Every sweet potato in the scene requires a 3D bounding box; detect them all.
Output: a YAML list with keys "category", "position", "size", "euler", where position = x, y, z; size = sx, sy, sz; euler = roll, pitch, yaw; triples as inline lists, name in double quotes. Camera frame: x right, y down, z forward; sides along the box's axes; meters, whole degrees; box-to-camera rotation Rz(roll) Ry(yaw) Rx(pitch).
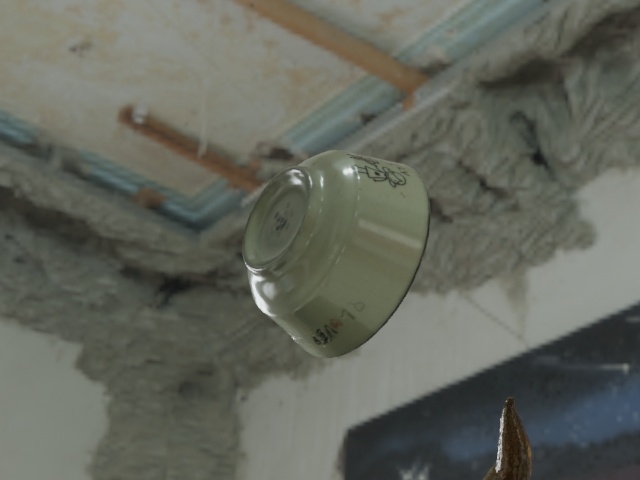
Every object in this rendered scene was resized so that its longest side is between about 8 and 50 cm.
- category: "sweet potato"
  position: [0.224, 0.344, 1.789]
  size: [0.067, 0.281, 0.059]
  euler: [30, 10, 34]

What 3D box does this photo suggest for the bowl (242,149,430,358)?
- category: "bowl"
  position: [0.000, 0.000, 1.498]
  size: [0.126, 0.237, 0.238]
  euler: [26, -36, -30]
